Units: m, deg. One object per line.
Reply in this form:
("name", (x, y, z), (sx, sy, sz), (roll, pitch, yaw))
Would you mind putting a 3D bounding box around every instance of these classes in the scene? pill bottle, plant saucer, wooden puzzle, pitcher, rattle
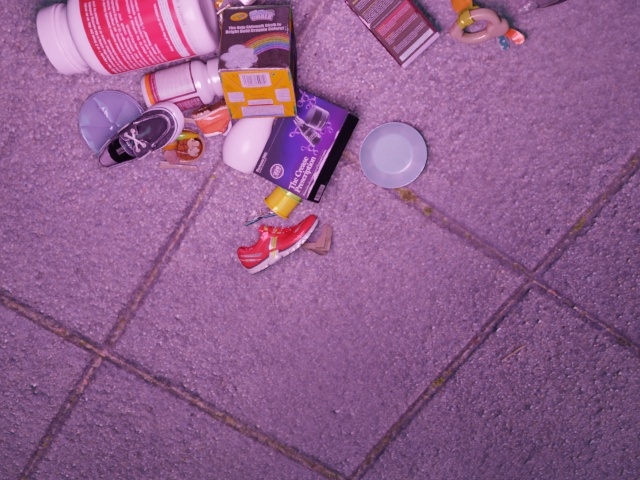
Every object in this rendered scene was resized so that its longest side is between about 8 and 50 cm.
("pill bottle", (-0.481, -0.549, 1.542), (0.408, 0.229, 0.229), (-12, 111, 6))
("plant saucer", (0.208, -0.250, 1.766), (0.195, 0.037, 0.195), (0, 112, 0))
("wooden puzzle", (-0.251, -0.594, 1.641), (0.078, 0.014, 0.116), (-37, 108, 14))
("pitcher", (-0.214, -0.309, 1.710), (0.178, 0.125, 0.207), (28, 100, 11))
("rattle", (0.441, -0.598, 1.630), (0.200, 0.142, 0.130), (-1, 145, -15))
("pill bottle", (-0.362, -0.419, 1.654), (0.221, 0.121, 0.121), (-14, 111, 5))

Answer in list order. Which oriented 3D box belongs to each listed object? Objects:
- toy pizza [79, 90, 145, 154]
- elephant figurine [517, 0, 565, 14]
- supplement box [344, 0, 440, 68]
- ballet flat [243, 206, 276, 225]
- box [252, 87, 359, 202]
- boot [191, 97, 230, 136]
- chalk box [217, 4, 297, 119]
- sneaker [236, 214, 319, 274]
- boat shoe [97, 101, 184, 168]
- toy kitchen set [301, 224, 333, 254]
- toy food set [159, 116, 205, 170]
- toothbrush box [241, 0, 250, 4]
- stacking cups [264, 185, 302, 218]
("toy pizza", (-0.587, -0.328, 1.739), (0.201, 0.032, 0.201), (1, 112, 2))
("elephant figurine", (0.587, -0.724, 1.532), (0.169, 0.186, 0.239), (-6, 106, 49))
("supplement box", (0.187, -0.590, 1.610), (0.130, 0.073, 0.239), (-41, 107, 14))
("ballet flat", (-0.184, -0.079, 1.840), (0.114, 0.041, 0.041), (-19, 110, 7))
("box", (-0.041, -0.260, 1.667), (0.184, 0.103, 0.261), (28, 98, 20))
("boot", (-0.261, -0.337, 1.654), (0.158, 0.059, 0.084), (-19, 123, 4))
("chalk box", (-0.154, -0.482, 1.571), (0.180, 0.289, 0.179), (-1, 150, 3))
("sneaker", (-0.134, -0.005, 1.833), (0.279, 0.107, 0.118), (-33, 99, 10))
("boat shoe", (-0.490, -0.272, 1.630), (0.301, 0.102, 0.108), (-18, 112, 33))
("toy kitchen set", (0.000, 0.000, 1.875), (0.083, 0.075, 0.068), (-3, 158, 35))
("toy food set", (-0.391, -0.260, 1.714), (0.132, 0.038, 0.192), (5, 137, -14))
("toothbrush box", (-0.241, -0.721, 1.487), (0.283, 0.206, 0.122), (40, 106, -15))
("stacking cups", (-0.034, -0.211, 1.764), (0.096, 0.096, 0.316), (37, 103, -13))
